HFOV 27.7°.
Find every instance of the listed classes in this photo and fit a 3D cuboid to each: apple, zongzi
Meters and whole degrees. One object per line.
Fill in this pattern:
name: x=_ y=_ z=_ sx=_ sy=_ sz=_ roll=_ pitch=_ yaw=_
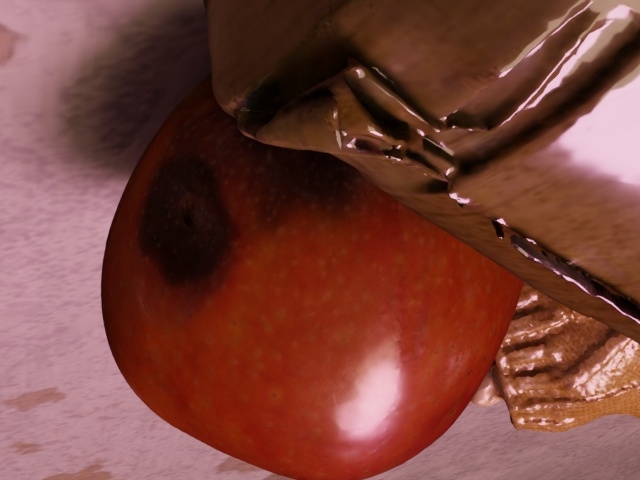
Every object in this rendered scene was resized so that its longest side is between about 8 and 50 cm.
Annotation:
apple: x=0.000 y=0.000 z=0.669 sx=0.229 sy=0.230 sz=0.230 roll=-15 pitch=157 yaw=-7
zongzi: x=0.266 y=-0.110 z=0.483 sx=0.467 sy=0.218 sz=0.500 roll=-30 pitch=138 yaw=32

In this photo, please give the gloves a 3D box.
gloves: x=0.246 y=0.011 z=0.924 sx=0.356 sy=0.203 sz=0.155 roll=-21 pitch=136 yaw=-7
